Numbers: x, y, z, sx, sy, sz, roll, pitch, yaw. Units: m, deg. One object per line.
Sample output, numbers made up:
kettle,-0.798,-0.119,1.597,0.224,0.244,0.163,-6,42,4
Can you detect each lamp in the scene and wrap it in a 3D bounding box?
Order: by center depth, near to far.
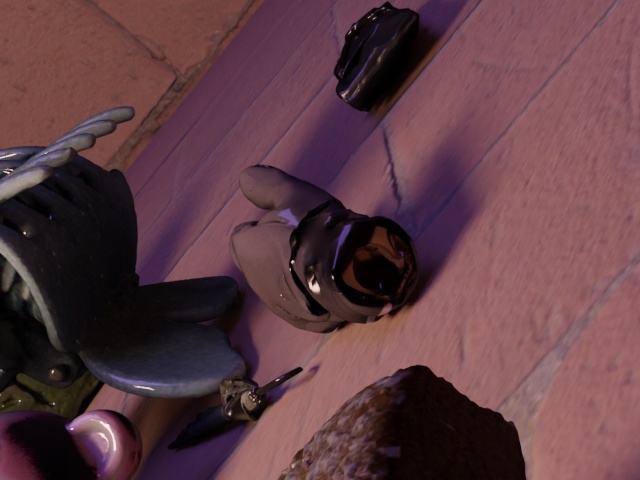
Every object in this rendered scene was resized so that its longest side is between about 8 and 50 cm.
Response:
lamp,-0.294,0.236,1.493,0.247,0.301,0.247,34,-107,-65

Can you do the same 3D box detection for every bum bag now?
bum bag,0.059,-0.206,1.895,0.123,0.060,0.248,-52,12,6

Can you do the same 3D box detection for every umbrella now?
umbrella,-0.089,0.149,1.499,0.044,0.044,0.269,-27,-5,-35

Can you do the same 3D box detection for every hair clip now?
hair clip,-0.261,0.030,1.701,0.392,0.238,0.318,-16,14,18

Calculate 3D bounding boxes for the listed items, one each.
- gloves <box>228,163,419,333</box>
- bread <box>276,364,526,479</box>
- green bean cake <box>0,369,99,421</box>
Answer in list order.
gloves,-0.007,0.005,1.411,0.119,0.142,0.285,-25,10,-7
bread,-0.053,0.252,0.849,0.416,0.113,0.165,-52,17,25
green bean cake,-0.399,0.150,2.127,0.255,0.241,0.132,-54,11,-11
